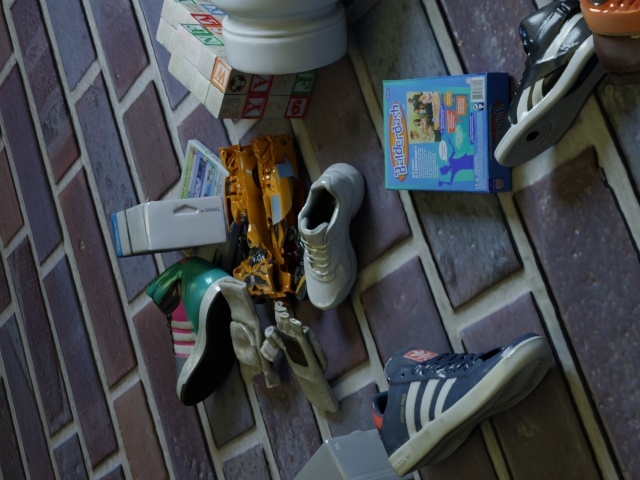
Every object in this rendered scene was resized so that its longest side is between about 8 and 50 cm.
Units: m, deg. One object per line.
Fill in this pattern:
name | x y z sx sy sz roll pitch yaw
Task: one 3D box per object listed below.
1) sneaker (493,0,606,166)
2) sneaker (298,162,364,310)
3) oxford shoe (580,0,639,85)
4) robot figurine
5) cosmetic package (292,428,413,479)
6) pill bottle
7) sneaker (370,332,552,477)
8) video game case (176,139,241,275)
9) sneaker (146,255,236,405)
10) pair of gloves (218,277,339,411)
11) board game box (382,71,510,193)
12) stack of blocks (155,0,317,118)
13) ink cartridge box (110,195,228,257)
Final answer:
sneaker | 0.273 -0.204 1.454 0.217 0.079 0.121 -53 50 32
sneaker | 0.000 0.000 1.781 0.090 0.115 0.232 10 105 26
oxford shoe | 0.452 -0.211 1.207 0.363 0.130 0.133 14 138 44
robot figurine | -0.093 -0.023 1.939 0.211 0.085 0.291 -10 87 54
cosmetic package | 0.025 0.397 1.805 0.238 0.127 0.107 -55 53 43
pill bottle | -0.069 -0.457 1.688 0.224 0.224 0.392 27 131 48
sneaker | 0.170 0.191 1.582 0.350 0.131 0.148 -49 61 44
video game case | -0.206 -0.050 2.136 0.193 0.023 0.212 40 126 42
sneaker | -0.242 0.144 2.102 0.178 0.123 0.296 42 130 32
pair of gloves | -0.078 0.175 1.909 0.240 0.042 0.204 20 135 46
board game box | 0.171 -0.147 1.609 0.210 0.047 0.160 6 100 52
stack of blocks | -0.161 -0.309 1.923 0.297 0.171 0.087 45 128 40
ink cartridge box | -0.269 -0.023 2.049 0.203 0.148 0.086 172 91 -65
